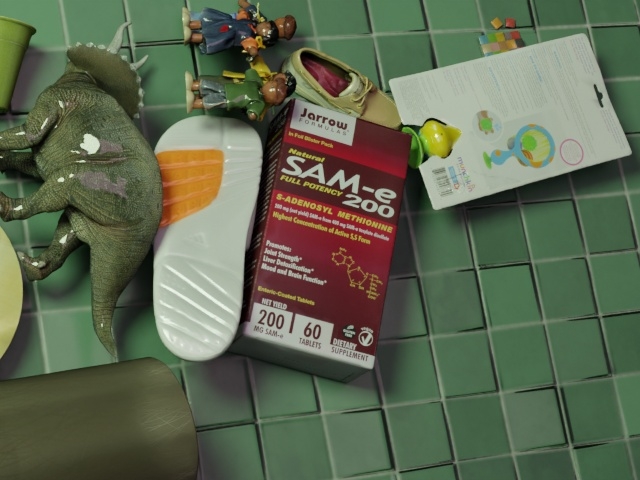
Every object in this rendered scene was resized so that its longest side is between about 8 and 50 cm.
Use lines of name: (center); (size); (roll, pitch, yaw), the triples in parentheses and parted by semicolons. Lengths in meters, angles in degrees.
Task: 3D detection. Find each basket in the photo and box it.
basket: (-0.228, 0.180, 1.321); (0.226, 0.204, 0.154); (-12, 81, -31)

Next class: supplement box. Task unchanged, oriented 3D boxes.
supplement box: (0.000, 0.000, 1.504); (0.130, 0.073, 0.239); (16, 69, -15)

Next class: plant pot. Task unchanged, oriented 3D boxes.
plant pot: (-0.305, -0.159, 1.453); (0.083, 0.083, 0.079); (8, 83, -16)

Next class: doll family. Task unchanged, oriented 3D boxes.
doll family: (-0.073, -0.173, 1.508); (0.111, 0.076, 0.193); (-3, 56, -4)

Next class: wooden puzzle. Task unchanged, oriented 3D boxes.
wooden puzzle: (0.191, -0.193, 1.663); (0.049, 0.006, 0.083); (-12, 78, -21)

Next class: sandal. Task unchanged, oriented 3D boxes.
sandal: (-0.114, 0.003, 1.461); (0.102, 0.076, 0.265); (8, 57, -6)

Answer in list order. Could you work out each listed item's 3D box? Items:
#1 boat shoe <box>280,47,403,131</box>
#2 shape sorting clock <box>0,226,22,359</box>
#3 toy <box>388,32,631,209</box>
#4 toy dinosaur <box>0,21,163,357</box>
boat shoe: (0.026, -0.145, 1.572); (0.135, 0.045, 0.050); (26, 68, -10)
shape sorting clock: (-0.362, 0.047, 1.385); (0.206, 0.040, 0.206); (4, 68, -10)
toy: (0.184, -0.117, 1.610); (0.237, 0.056, 0.137); (-15, 81, -27)
toy dinosaur: (-0.206, -0.059, 1.408); (0.160, 0.121, 0.314); (-19, 65, -1)
